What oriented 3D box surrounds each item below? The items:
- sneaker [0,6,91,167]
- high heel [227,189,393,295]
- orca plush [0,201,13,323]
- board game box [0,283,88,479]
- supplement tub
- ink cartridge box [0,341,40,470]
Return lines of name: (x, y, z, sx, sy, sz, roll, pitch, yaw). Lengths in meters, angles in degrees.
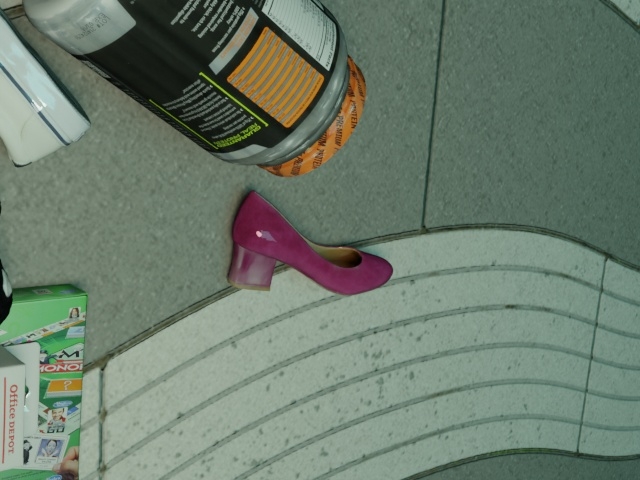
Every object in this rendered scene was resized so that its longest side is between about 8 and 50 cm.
sneaker: (-0.310, -0.168, 0.763, 0.091, 0.094, 0.258, -37, 118, -3)
high heel: (0.000, 0.000, 1.095, 0.244, 0.082, 0.117, 4, 110, -29)
orca plush: (-0.333, -0.042, 0.741, 0.151, 0.102, 0.287, -22, 105, -38)
board game box: (-0.378, 0.161, 0.832, 0.317, 0.046, 0.213, -4, 104, -41)
supplement tub: (-0.106, -0.200, 0.862, 0.316, 0.194, 0.193, 36, 78, -42)
ink cartridge box: (-0.329, 0.157, 0.801, 0.180, 0.060, 0.104, -5, 106, -40)
